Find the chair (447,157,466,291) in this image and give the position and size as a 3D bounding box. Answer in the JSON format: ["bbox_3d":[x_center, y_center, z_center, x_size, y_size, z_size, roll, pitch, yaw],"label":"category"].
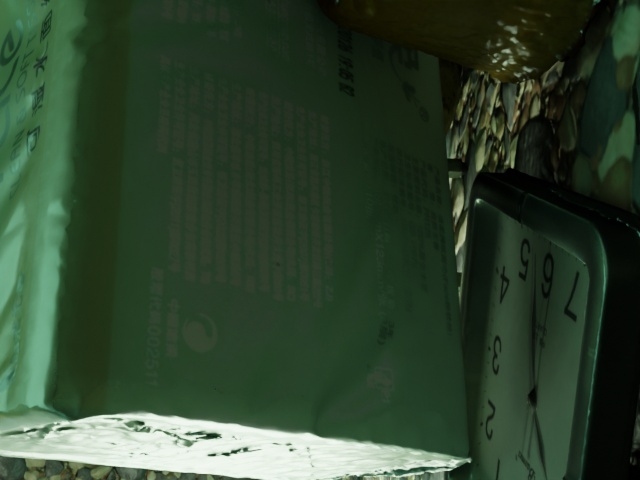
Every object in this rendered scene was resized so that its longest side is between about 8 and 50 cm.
[{"bbox_3d":[0.000,0.000,0.905,0.147,0.270,0.136,111,159,-70],"label":"chair"}]

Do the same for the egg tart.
[{"bbox_3d":[0.089,-0.209,0.605,0.215,0.171,0.215,177,90,-71],"label":"egg tart"}]

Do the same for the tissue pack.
[{"bbox_3d":[-0.070,-0.042,0.669,0.205,0.332,0.405,-23,60,41],"label":"tissue pack"}]

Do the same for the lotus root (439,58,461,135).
[{"bbox_3d":[0.073,-0.175,0.925,0.138,0.138,0.214,101,175,-55],"label":"lotus root"}]

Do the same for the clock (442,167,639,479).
[{"bbox_3d":[0.138,0.101,0.599,0.273,0.049,0.279,-112,25,-77],"label":"clock"}]
